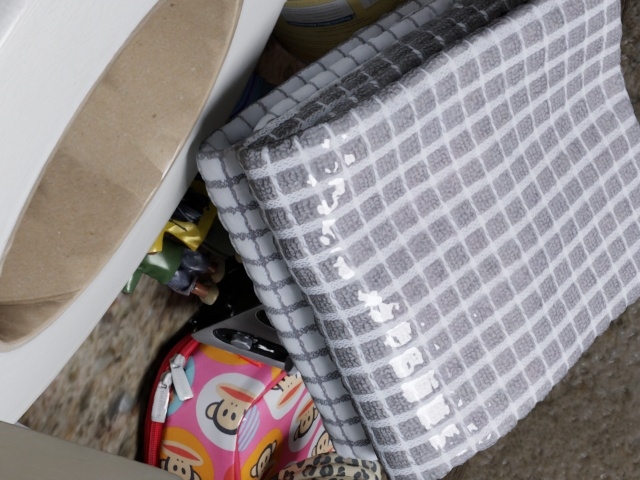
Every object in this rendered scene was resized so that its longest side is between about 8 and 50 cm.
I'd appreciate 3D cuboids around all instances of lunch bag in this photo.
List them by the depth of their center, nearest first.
[{"bbox_3d":[-0.036,0.132,0.989,0.293,0.120,0.258,-41,145,-51],"label":"lunch bag"}]

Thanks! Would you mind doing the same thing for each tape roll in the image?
[{"bbox_3d":[-0.117,-0.056,0.508,0.392,0.072,0.392,-58,177,-6],"label":"tape roll"}]

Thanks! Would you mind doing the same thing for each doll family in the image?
[{"bbox_3d":[-0.083,-0.051,0.756,0.111,0.076,0.192,29,71,-28],"label":"doll family"}]

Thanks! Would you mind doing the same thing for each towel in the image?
[{"bbox_3d":[0.093,-0.024,0.684,0.284,0.121,0.235,-36,112,-25],"label":"towel"}]

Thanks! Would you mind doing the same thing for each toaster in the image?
[{"bbox_3d":[0.000,0.000,0.821,0.168,0.110,0.185,-26,-138,57],"label":"toaster"}]

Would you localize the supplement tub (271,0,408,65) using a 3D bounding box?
[{"bbox_3d":[0.010,-0.200,0.759,0.144,0.144,0.200,-67,159,-7],"label":"supplement tub"}]

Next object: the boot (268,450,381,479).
[{"bbox_3d":[-0.043,0.272,0.836,0.085,0.236,0.178,47,25,-28],"label":"boot"}]

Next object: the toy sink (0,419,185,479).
[{"bbox_3d":[-0.167,0.113,0.277,0.153,0.234,0.131,-79,-175,-79],"label":"toy sink"}]

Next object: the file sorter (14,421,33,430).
[{"bbox_3d":[-0.136,0.271,0.655,0.193,0.278,0.173,-51,154,-40],"label":"file sorter"}]
